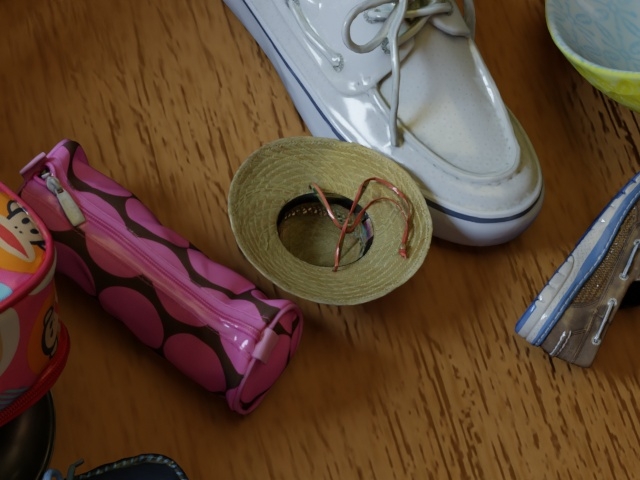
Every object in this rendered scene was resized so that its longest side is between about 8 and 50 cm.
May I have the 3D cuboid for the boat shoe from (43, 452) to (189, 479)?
[{"bbox_3d":[-0.172,0.203,1.042,0.258,0.089,0.109,-36,73,-31],"label":"boat shoe"}]

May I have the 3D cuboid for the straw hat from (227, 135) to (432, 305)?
[{"bbox_3d":[0.000,0.000,1.234,0.145,0.061,0.144,8,57,-13],"label":"straw hat"}]

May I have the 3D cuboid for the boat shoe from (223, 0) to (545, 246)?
[{"bbox_3d":[0.044,-0.168,1.295,0.136,0.156,0.367,-25,67,-27],"label":"boat shoe"}]

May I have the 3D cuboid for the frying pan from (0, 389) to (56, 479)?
[{"bbox_3d":[-0.321,0.081,1.112,0.326,0.053,0.197,22,54,-3],"label":"frying pan"}]

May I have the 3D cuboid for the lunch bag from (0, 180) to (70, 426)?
[{"bbox_3d":[-0.317,0.027,1.045,0.258,0.120,0.293,-33,55,-27],"label":"lunch bag"}]

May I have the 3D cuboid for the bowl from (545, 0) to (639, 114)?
[{"bbox_3d":[0.330,-0.177,1.357,0.156,0.289,0.289,50,47,-34],"label":"bowl"}]

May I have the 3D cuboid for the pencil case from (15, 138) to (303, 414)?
[{"bbox_3d":[-0.109,0.022,1.169,0.209,0.098,0.095,34,64,8],"label":"pencil case"}]

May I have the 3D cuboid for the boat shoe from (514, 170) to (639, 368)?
[{"bbox_3d":[0.212,0.019,1.281,0.066,0.066,0.183,38,67,5],"label":"boat shoe"}]
